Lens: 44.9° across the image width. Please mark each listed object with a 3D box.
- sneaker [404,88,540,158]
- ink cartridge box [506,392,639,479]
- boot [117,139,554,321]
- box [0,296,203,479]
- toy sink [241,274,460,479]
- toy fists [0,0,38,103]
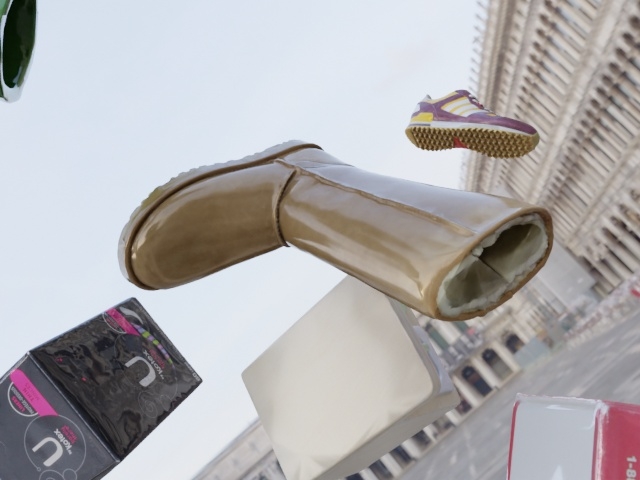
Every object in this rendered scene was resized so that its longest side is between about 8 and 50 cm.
[{"bbox_3d":[0.205,-0.163,1.027,0.084,0.185,0.069,-65,-33,-21],"label":"sneaker"},{"bbox_3d":[0.326,0.267,0.515,0.160,0.384,0.279,121,157,-76],"label":"ink cartridge box"},{"bbox_3d":[0.000,0.000,0.603,0.236,0.269,0.089,-34,-53,-27],"label":"boot"},{"bbox_3d":[-0.291,0.201,0.985,0.143,0.165,0.270,-40,0,15],"label":"box"},{"bbox_3d":[0.049,0.146,0.845,0.131,0.153,0.234,0,-37,-47],"label":"toy sink"},{"bbox_3d":[-0.244,-0.073,0.399,0.142,0.279,0.096,7,-48,-10],"label":"toy fists"}]
